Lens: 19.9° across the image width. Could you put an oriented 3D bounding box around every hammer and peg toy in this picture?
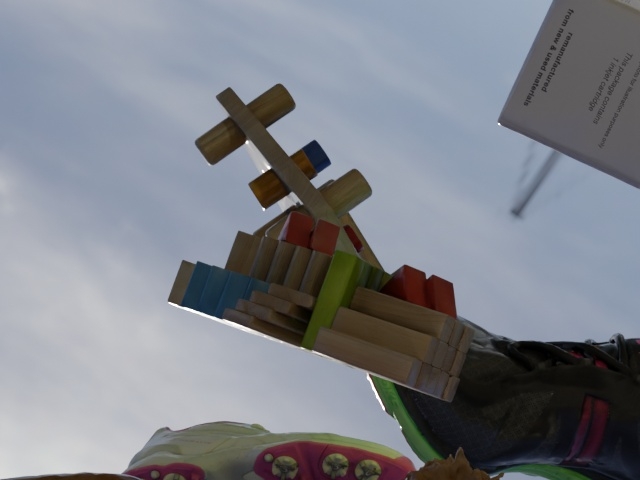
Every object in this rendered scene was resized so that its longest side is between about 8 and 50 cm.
[{"bbox_3d":[0.000,0.000,2.134,0.266,0.127,0.361,51,174,41],"label":"hammer and peg toy"}]

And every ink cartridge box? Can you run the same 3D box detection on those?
[{"bbox_3d":[0.280,-0.091,1.298,0.273,0.115,0.198,26,-161,4],"label":"ink cartridge box"}]

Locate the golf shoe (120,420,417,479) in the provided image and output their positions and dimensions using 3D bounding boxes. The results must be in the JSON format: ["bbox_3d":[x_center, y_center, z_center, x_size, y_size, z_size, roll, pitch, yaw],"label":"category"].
[{"bbox_3d":[-0.052,0.226,1.844,0.306,0.115,0.140,-2,-155,7],"label":"golf shoe"}]

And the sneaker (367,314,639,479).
[{"bbox_3d":[0.245,0.142,1.739,0.483,0.202,0.185,21,-142,-29],"label":"sneaker"}]

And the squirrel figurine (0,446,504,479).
[{"bbox_3d":[-0.019,0.297,1.196,0.370,0.397,0.281,41,-145,-62],"label":"squirrel figurine"}]

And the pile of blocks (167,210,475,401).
[{"bbox_3d":[-0.016,0.032,1.520,0.149,0.112,0.362,24,174,-40],"label":"pile of blocks"}]
